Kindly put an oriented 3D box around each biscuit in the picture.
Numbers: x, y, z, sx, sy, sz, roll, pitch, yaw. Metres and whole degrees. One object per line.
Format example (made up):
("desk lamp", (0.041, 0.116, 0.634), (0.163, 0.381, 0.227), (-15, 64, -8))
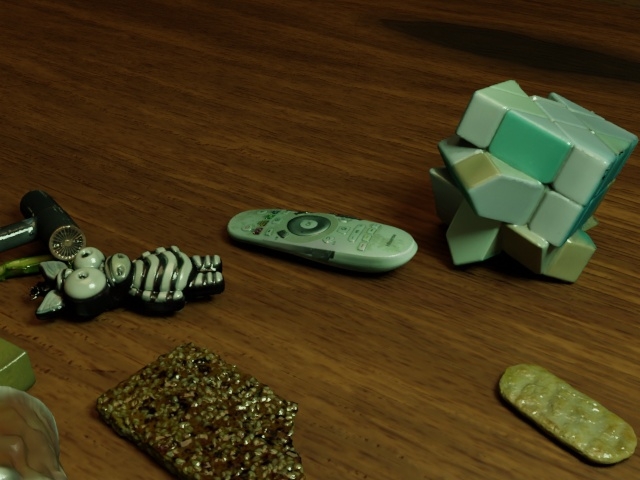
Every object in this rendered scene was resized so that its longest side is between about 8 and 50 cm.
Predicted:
("biscuit", (-0.089, 0.174, 0.705), (0.237, 0.026, 0.131), (24, 39, 32))
("biscuit", (0.240, 0.168, 0.746), (0.071, 0.018, 0.147), (-23, 39, -33))

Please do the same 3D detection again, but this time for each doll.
("doll", (-0.221, 0.046, 0.864), (0.219, 0.067, 0.091), (-5, 44, -9))

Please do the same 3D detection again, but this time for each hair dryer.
("hair dryer", (-0.403, -0.003, 0.922), (0.194, 0.050, 0.173), (-16, 24, -26))

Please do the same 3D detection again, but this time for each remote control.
("remote control", (-0.001, -0.002, 0.978), (0.256, 0.045, 0.097), (12, 32, 21))

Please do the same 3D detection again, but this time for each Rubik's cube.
("Rubik's cube", (0.257, -0.062, 0.954), (0.224, 0.213, 0.265), (36, 32, 20))

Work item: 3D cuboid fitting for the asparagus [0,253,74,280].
("asparagus", (-0.345, 0.032, 0.917), (0.108, 0.021, 0.025), (-9, 35, -18))

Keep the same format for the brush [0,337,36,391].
("brush", (-0.405, 0.111, 0.763), (0.233, 0.047, 0.103), (21, 36, 28))

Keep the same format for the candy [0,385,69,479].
("candy", (-0.295, 0.202, 0.469), (0.289, 0.214, 0.157), (-18, 43, -28))
